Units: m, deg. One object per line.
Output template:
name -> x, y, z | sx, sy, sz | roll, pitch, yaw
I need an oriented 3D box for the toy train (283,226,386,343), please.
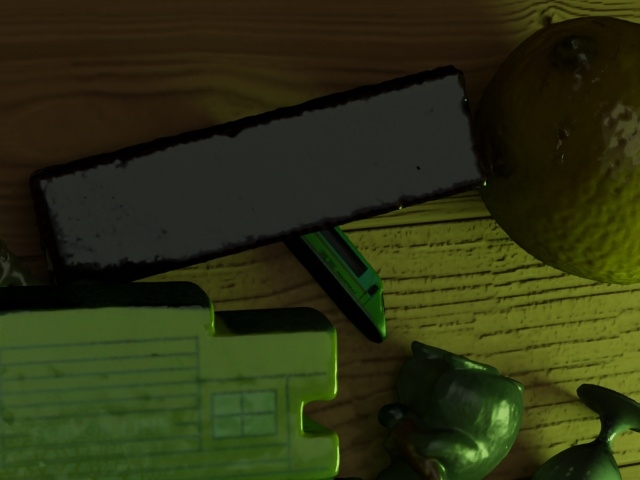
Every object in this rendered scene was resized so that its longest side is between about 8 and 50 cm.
toy train -> 0.000, 0.000, 1.488 | 0.042, 0.044, 0.209 | -44, 102, -20

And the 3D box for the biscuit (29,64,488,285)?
biscuit -> -0.047, -0.052, 1.411 | 0.388, 0.073, 0.107 | -15, 98, -11

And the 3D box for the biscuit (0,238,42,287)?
biscuit -> -0.236, 0.124, 1.395 | 0.231, 0.016, 0.139 | 48, 69, -13

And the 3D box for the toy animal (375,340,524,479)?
toy animal -> 0.101, 0.210, 1.477 | 0.138, 0.108, 0.236 | 17, 79, -21

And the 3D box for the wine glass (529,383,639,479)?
wine glass -> 0.232, 0.239, 1.538 | 0.093, 0.093, 0.202 | 36, 74, -16

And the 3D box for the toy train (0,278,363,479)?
toy train -> -0.173, 0.165, 1.302 | 0.442, 0.179, 0.272 | -2, 93, -16

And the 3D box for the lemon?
lemon -> 0.258, -0.074, 1.503 | 0.253, 0.228, 0.228 | 45, 71, -14
